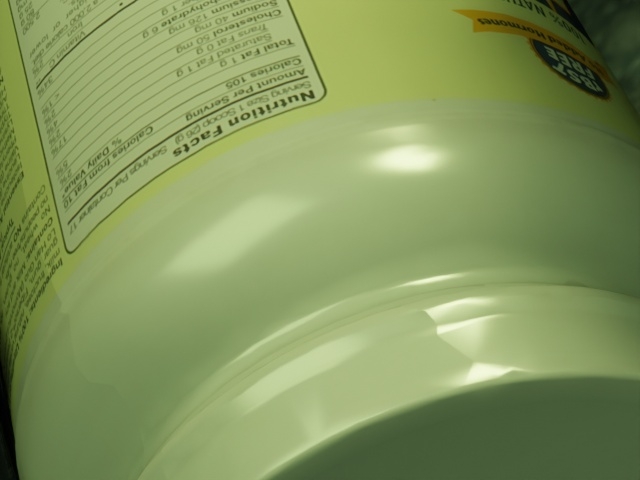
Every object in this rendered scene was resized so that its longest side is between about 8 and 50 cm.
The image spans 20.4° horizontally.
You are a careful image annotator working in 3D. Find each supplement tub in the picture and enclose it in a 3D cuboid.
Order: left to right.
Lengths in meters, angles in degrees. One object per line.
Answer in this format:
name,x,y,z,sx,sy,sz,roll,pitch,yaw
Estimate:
supplement tub,0.000,0.000,0.625,0.235,0.235,0.325,-37,44,16

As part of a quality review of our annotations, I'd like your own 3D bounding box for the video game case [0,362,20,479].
video game case,-0.131,0.066,0.693,0.026,0.274,0.196,-13,45,-8
